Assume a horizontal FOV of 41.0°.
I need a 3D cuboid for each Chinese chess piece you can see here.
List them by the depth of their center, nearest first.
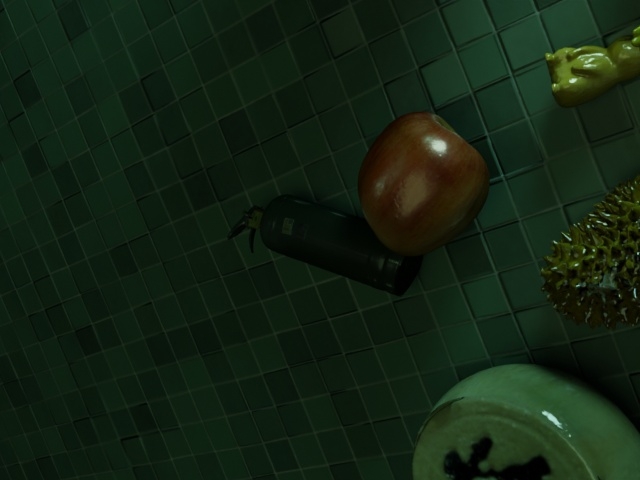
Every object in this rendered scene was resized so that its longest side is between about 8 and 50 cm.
[{"bbox_3d":[0.290,0.348,1.191,0.349,0.146,0.349,14,111,40],"label":"Chinese chess piece"}]

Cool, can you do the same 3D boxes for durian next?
[{"bbox_3d":[0.394,0.029,1.064,0.249,0.138,0.183,-45,71,28],"label":"durian"}]

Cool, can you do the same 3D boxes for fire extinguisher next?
[{"bbox_3d":[0.000,0.000,1.320,0.311,0.095,0.114,21,89,27],"label":"fire extinguisher"}]

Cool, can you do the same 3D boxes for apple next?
[{"bbox_3d":[0.135,-0.071,1.165,0.199,0.199,0.199,11,111,30],"label":"apple"}]

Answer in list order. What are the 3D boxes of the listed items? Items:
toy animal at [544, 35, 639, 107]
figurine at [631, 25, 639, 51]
[{"bbox_3d":[0.363,-0.215,1.050,0.159,0.083,0.070,-16,70,24],"label":"toy animal"},{"bbox_3d":[0.450,-0.225,0.959,0.178,0.109,0.130,36,135,-14],"label":"figurine"}]
